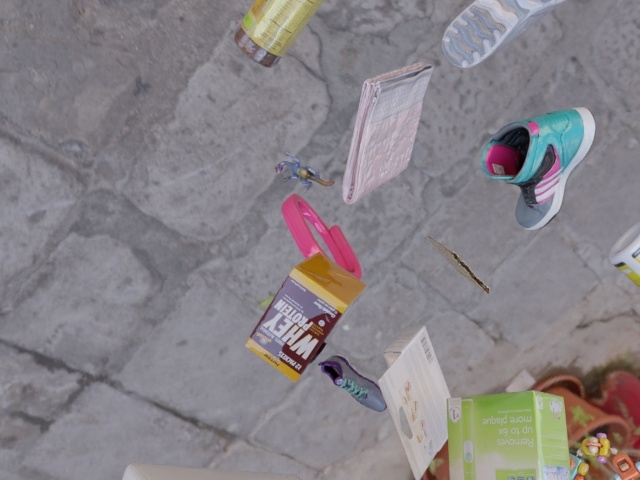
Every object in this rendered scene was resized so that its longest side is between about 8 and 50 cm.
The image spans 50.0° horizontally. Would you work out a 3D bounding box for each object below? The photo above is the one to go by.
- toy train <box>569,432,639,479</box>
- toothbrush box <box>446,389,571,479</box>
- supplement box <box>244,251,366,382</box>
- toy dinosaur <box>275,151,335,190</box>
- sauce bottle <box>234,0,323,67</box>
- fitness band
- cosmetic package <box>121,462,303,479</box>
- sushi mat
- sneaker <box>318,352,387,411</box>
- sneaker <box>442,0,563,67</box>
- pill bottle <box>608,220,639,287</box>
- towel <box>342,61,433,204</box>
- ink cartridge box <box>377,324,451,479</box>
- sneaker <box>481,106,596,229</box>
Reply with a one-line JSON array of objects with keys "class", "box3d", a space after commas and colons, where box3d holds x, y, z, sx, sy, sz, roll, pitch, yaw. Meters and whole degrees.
[{"class": "toy train", "box3d": [0.548, 0.454, 1.373, 0.166, 0.125, 0.046, -34, 132, 20]}, {"class": "toothbrush box", "box3d": [0.368, 0.448, 1.343, 0.122, 0.283, 0.206, 17, 155, -40]}, {"class": "supplement box", "box3d": [-0.026, 0.150, 1.405, 0.129, 0.191, 0.194, 35, 106, 8]}, {"class": "toy dinosaur", "box3d": [-0.036, -0.111, 1.155, 0.090, 0.082, 0.047, 25, 98, -39]}, {"class": "sauce bottle", "box3d": [-0.035, -0.499, 1.328, 0.111, 0.111, 0.344, 23, 120, -35]}, {"class": "fitness band", "box3d": [0.000, 0.000, 1.721, 0.054, 0.291, 0.209, -43, 140, 17]}, {"class": "cosmetic package", "box3d": [-0.097, 0.540, 0.930, 0.327, 0.393, 0.330, 18, 88, -37]}, {"class": "sushi mat", "box3d": [0.381, 0.061, 1.925, 0.019, 0.316, 0.151, -44, 98, 4]}, {"class": "sneaker", "box3d": [0.088, 0.420, 1.970, 0.098, 0.223, 0.083, -11, 134, -59]}, {"class": "sneaker", "box3d": [0.306, -0.380, 1.067, 0.281, 0.115, 0.105, -35, 92, 15]}, {"class": "pill bottle", "box3d": [0.609, 0.056, 1.202, 0.184, 0.103, 0.103, 41, 99, 3]}, {"class": "towel", "box3d": [0.174, -0.278, 1.747, 0.332, 0.053, 0.317, -33, 142, -51]}, {"class": "ink cartridge box", "box3d": [0.212, 0.372, 1.581, 0.239, 0.060, 0.275, -36, 110, -46]}, {"class": "sneaker", "box3d": [0.393, -0.127, 1.333, 0.178, 0.124, 0.296, -5, 138, -14]}]
